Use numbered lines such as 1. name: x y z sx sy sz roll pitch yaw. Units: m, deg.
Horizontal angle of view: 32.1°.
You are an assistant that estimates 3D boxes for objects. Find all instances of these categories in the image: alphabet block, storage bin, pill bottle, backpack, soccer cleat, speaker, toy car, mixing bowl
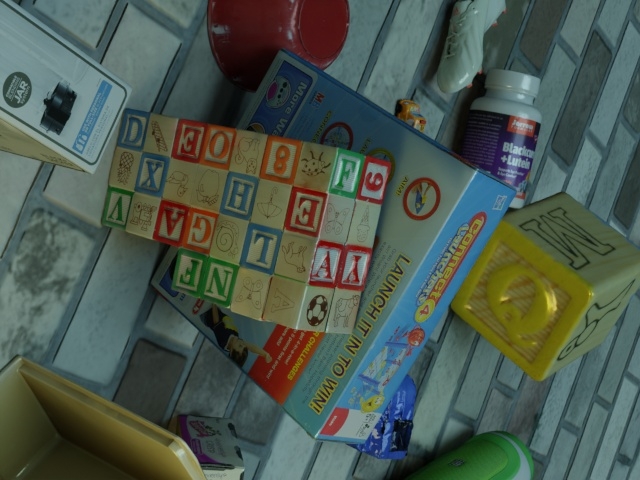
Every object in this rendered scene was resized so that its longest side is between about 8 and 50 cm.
1. alphabet block: 0.354 0.066 1.709 0.197 0.193 0.192 -19 140 -46
2. storage bin: -0.271 0.274 1.028 0.262 0.260 0.123 -46 136 -31
3. pill bottle: 0.267 -0.151 1.647 0.108 0.108 0.194 7 96 -50
4. backpack: 0.078 0.236 1.552 0.101 0.098 0.120 11 94 -47
5. soccer cleat: 0.204 -0.294 1.569 0.076 0.068 0.196 49 57 -40
6. speaker: 0.210 0.398 1.733 0.296 0.131 0.131 -19 116 -46
7. toy car: 0.148 -0.152 1.559 0.122 0.040 0.060 27 80 -50
8. mixing bowl: -0.030 -0.255 1.274 0.181 0.098 0.181 -19 115 -47

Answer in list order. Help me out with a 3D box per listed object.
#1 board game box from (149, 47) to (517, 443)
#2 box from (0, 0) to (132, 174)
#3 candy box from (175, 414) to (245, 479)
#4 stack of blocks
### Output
1. board game box: 0.000 0.000 1.167 0.086 0.302 0.308 19 105 -51
2. box: -0.315 -0.164 0.909 0.290 0.169 0.087 34 75 -48
3. candy box: -0.139 0.337 1.277 0.071 0.159 0.233 5 99 -11
4. stack of blocks: -0.088 -0.025 1.118 0.087 0.297 0.171 10 94 -51
